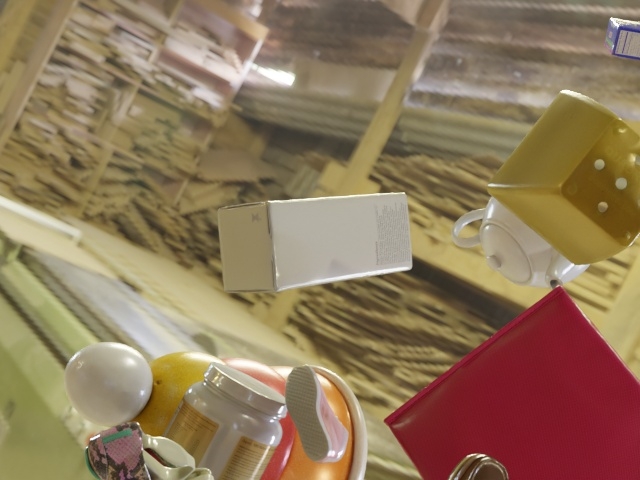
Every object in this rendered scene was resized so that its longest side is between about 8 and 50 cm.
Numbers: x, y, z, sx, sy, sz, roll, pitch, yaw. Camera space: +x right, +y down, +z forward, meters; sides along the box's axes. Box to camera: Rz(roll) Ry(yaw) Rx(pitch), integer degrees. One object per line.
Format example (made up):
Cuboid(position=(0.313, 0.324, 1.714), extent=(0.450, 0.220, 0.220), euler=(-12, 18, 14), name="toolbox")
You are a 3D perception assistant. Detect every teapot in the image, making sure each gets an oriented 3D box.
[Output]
Cuboid(position=(0.402, -0.002, 2.002), extent=(0.252, 0.187, 0.256), euler=(54, -18, 12), name="teapot")

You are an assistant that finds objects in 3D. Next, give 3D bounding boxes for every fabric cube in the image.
Cuboid(position=(0.273, 0.255, 1.136), extent=(0.258, 0.254, 0.259), euler=(54, 8, 31), name="fabric cube")

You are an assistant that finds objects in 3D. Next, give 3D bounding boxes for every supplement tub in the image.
Cuboid(position=(-0.139, 0.278, 1.344), extent=(0.144, 0.199, 0.144), euler=(28, -2, 1), name="supplement tub")

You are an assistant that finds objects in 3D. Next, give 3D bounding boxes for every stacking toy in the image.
Cuboid(position=(-0.194, 0.286, 1.529), extent=(0.480, 0.350, 0.351), euler=(33, -4, -38), name="stacking toy")

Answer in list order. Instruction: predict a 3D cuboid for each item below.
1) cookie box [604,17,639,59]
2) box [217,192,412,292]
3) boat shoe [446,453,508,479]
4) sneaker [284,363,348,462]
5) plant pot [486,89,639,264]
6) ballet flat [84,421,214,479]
Cuboid(position=(0.425, -0.254, 1.291), extent=(0.107, 0.040, 0.092), euler=(11, 21, 6), name="cookie box")
Cuboid(position=(0.000, 0.000, 1.299), extent=(0.094, 0.113, 0.275), euler=(-4, 0, 42), name="box")
Cuboid(position=(0.121, 0.256, 0.808), extent=(0.064, 0.178, 0.060), euler=(31, -28, -17), name="boat shoe")
Cuboid(position=(-0.004, 0.231, 1.324), extent=(0.070, 0.051, 0.134), euler=(33, 34, -55), name="sneaker")
Cuboid(position=(0.424, -0.092, 1.561), extent=(0.212, 0.212, 0.187), euler=(39, -1, -11), name="plant pot")
Cuboid(position=(-0.161, 0.254, 1.061), extent=(0.221, 0.079, 0.077), euler=(58, 12, -48), name="ballet flat")
